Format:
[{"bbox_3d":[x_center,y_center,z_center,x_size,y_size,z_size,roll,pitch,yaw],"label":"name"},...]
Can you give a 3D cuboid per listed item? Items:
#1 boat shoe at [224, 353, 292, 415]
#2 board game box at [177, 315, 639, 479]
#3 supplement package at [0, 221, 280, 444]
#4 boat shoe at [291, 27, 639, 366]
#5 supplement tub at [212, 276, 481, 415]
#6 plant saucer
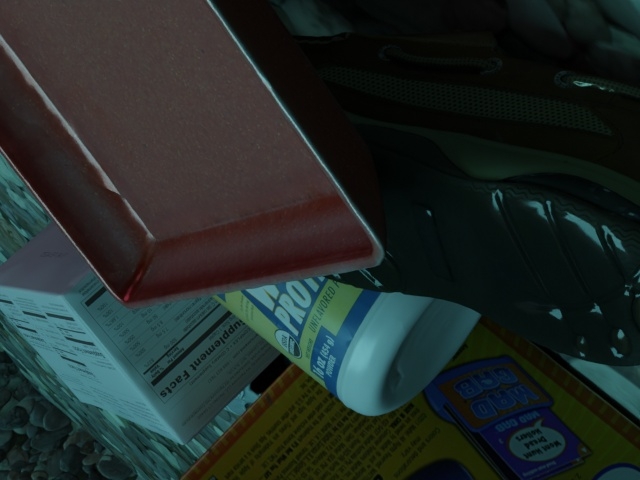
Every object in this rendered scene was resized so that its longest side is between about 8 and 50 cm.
[{"bbox_3d":[-0.065,0.138,1.282,0.081,0.079,0.227,41,157,23],"label":"boat shoe"},{"bbox_3d":[0.072,0.299,0.919,0.356,0.356,0.356,39,159,17],"label":"board game box"},{"bbox_3d":[-0.125,0.027,0.996,0.145,0.204,0.262,54,158,-18],"label":"supplement package"},{"bbox_3d":[0.057,-0.044,0.616,0.324,0.120,0.123,23,146,34],"label":"boat shoe"},{"bbox_3d":[0.000,0.000,0.784,0.199,0.144,0.144,36,159,22],"label":"supplement tub"},{"bbox_3d":[-0.101,-0.089,0.585,0.258,0.048,0.259,54,149,-15],"label":"plant saucer"}]
